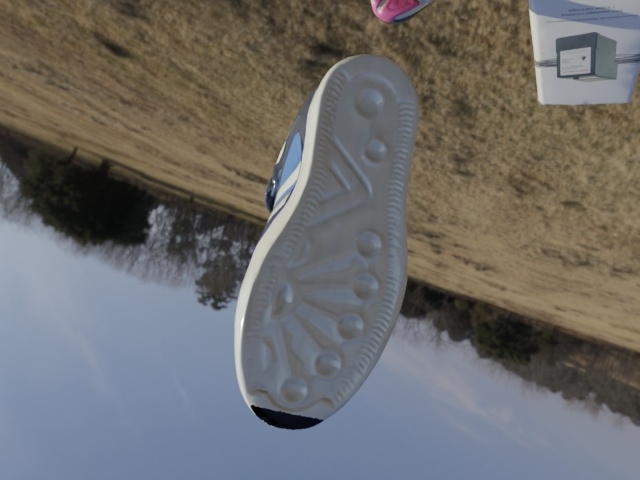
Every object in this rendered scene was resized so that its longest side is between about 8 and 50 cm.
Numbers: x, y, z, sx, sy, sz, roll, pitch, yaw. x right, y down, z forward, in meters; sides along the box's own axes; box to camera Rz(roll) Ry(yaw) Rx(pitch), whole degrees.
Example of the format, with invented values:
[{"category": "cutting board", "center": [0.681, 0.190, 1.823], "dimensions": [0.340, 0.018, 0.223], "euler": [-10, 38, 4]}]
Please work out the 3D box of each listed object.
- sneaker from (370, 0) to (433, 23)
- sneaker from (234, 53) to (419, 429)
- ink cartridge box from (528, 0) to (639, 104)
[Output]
[{"category": "sneaker", "center": [0.100, -0.269, 0.554], "dimensions": [0.063, 0.170, 0.075], "euler": [30, 162, 0]}, {"category": "sneaker", "center": [0.000, 0.000, 0.552], "dimensions": [0.130, 0.323, 0.236], "euler": [15, 174, -7]}, {"category": "ink cartridge box", "center": [0.298, -0.295, 0.608], "dimensions": [0.114, 0.199, 0.273], "euler": [6, 171, 25]}]
